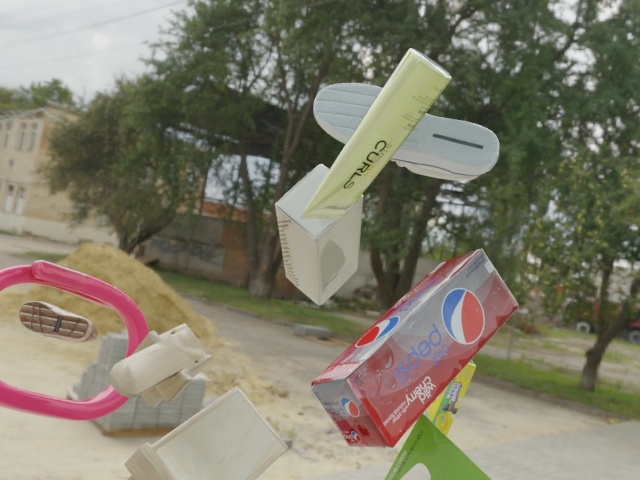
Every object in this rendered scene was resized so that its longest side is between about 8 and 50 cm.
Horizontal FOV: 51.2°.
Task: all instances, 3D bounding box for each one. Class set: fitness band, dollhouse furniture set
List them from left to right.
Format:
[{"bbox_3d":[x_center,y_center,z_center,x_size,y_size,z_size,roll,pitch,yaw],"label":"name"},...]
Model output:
[{"bbox_3d":[-0.384,0.150,0.977,0.054,0.209,0.290,-5,-25,42],"label":"fitness band"},{"bbox_3d":[-0.228,0.340,0.863,0.303,0.355,0.174,49,30,10],"label":"dollhouse furniture set"}]

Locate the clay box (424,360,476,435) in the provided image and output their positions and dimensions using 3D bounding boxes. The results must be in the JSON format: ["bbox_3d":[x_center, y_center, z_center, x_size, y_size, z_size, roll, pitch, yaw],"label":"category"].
[{"bbox_3d":[0.308,0.382,1.658,0.053,0.222,0.127,21,8,-4],"label":"clay box"}]

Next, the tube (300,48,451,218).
[{"bbox_3d":[0.066,-0.117,0.821,0.070,0.240,0.062,28,25,-20],"label":"tube"}]

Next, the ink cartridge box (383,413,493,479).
[{"bbox_3d":[0.131,0.342,0.702,0.097,0.189,0.255,1,30,-45],"label":"ink cartridge box"}]

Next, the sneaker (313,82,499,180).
[{"bbox_3d":[0.111,-0.136,0.920,0.258,0.094,0.091,21,-18,5],"label":"sneaker"}]

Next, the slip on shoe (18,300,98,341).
[{"bbox_3d":[-0.418,0.132,1.069,0.135,0.051,0.041,10,-18,15],"label":"slip on shoe"}]

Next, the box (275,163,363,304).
[{"bbox_3d":[0.000,0.000,1.133,0.094,0.113,0.275,40,-21,19],"label":"box"}]

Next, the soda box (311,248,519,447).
[{"bbox_3d":[0.114,0.120,0.774,0.263,0.092,0.083,-37,6,-33],"label":"soda box"}]
